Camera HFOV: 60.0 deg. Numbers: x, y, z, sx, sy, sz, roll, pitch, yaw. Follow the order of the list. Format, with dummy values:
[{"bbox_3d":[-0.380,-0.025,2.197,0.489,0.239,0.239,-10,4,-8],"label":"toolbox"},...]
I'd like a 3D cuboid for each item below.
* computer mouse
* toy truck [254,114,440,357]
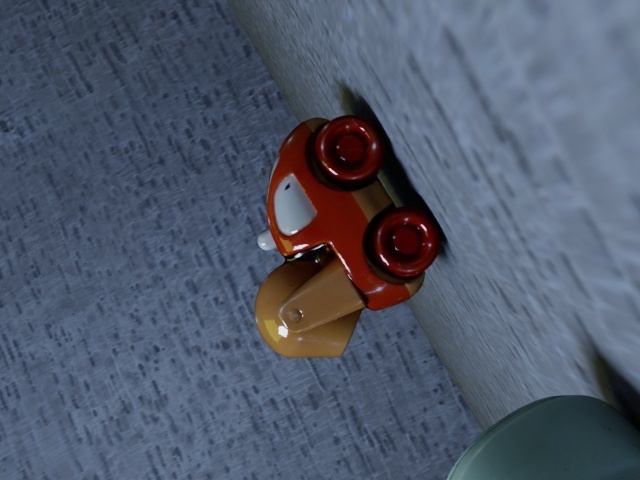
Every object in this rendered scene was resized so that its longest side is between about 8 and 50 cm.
[{"bbox_3d":[0.173,0.234,0.357,0.288,0.159,0.097,65,165,-12],"label":"computer mouse"},{"bbox_3d":[0.000,0.000,0.671,0.265,0.239,0.189,60,-179,0],"label":"toy truck"}]
